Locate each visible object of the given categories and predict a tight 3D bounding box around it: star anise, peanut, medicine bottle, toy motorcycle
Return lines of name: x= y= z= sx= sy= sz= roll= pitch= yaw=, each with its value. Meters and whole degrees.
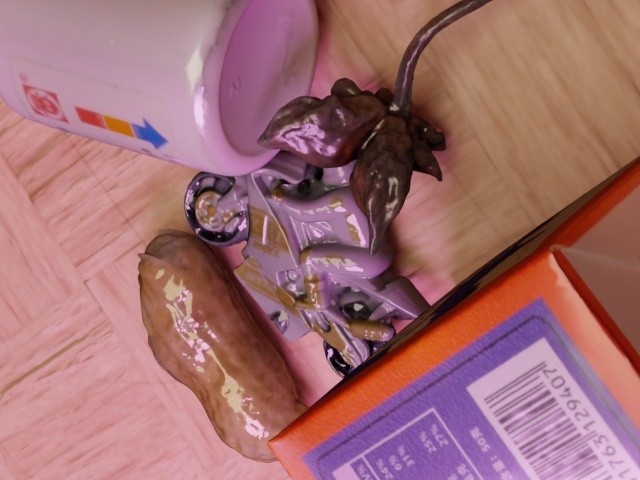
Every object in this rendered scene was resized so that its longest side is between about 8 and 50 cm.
star anise: x=0.091 y=-0.117 z=1.030 sx=0.148 sy=0.218 sz=0.227 roll=-106 pitch=30 yaw=-41
peanut: x=-0.083 y=0.088 z=1.221 sx=0.099 sy=0.099 sz=0.214 roll=-36 pitch=94 yaw=32
medicine bottle: x=-0.161 y=-0.159 z=1.126 sx=0.293 sy=0.170 sz=0.170 roll=16 pitch=113 yaw=25
toy motorcycle: x=0.000 y=0.000 z=1.154 sx=0.225 sy=0.073 sz=0.152 roll=45 pitch=119 yaw=9

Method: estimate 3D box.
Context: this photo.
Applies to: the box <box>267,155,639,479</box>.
box: x=0.207 y=0.158 z=0.951 sx=0.257 sy=0.318 sz=0.349 roll=-38 pitch=88 yaw=32
